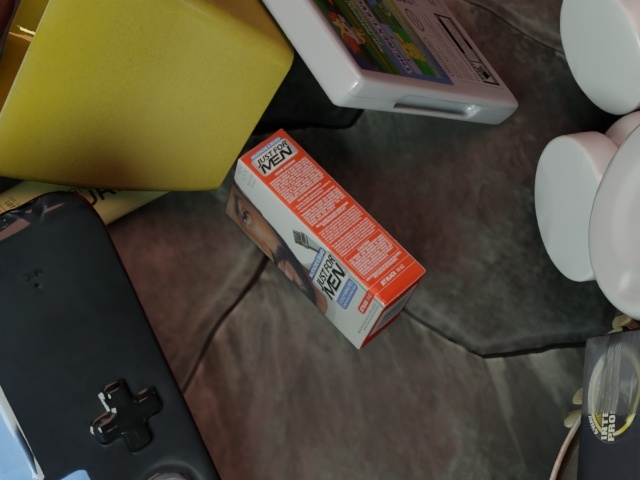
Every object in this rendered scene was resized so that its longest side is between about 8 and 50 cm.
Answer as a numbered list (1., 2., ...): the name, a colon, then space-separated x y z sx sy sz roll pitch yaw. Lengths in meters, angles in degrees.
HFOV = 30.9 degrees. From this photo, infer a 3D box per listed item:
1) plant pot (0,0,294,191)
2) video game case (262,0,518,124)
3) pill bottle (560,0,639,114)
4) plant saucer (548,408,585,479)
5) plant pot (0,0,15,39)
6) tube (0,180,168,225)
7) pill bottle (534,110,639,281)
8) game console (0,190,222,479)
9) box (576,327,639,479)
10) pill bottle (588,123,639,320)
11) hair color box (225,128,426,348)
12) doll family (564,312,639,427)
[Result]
1. plant pot: -0.137 -0.159 0.920 0.187 0.212 0.212 20 35 -21
2. video game case: 0.013 -0.240 1.009 0.300 0.036 0.329 -4 57 -58
3. pill bottle: 0.377 -0.222 1.053 0.301 0.169 0.169 -22 70 -16
4. plant saucer: 0.288 0.231 0.868 0.310 0.050 0.311 3 82 -21
5. plant pot: -0.369 -0.135 0.857 0.272 0.272 0.265 19 52 -2
6. tube: -0.208 -0.033 0.942 0.240 0.062 0.070 -33 106 -31
7. pill bottle: 0.331 -0.043 1.006 0.264 0.153 0.153 -8 65 -17
8. game console: -0.248 0.196 0.713 0.386 0.060 0.342 -28 109 -24
9. box: 0.364 0.249 0.815 0.394 0.097 0.318 11 78 -19
10. pill bottle: 0.357 0.009 0.859 0.283 0.160 0.160 14 60 -24
11. hair color box: 0.000 0.000 0.947 0.053 0.093 0.167 -37 75 -26
12. doll family: 0.267 0.152 0.937 0.111 0.076 0.193 41 67 -16
